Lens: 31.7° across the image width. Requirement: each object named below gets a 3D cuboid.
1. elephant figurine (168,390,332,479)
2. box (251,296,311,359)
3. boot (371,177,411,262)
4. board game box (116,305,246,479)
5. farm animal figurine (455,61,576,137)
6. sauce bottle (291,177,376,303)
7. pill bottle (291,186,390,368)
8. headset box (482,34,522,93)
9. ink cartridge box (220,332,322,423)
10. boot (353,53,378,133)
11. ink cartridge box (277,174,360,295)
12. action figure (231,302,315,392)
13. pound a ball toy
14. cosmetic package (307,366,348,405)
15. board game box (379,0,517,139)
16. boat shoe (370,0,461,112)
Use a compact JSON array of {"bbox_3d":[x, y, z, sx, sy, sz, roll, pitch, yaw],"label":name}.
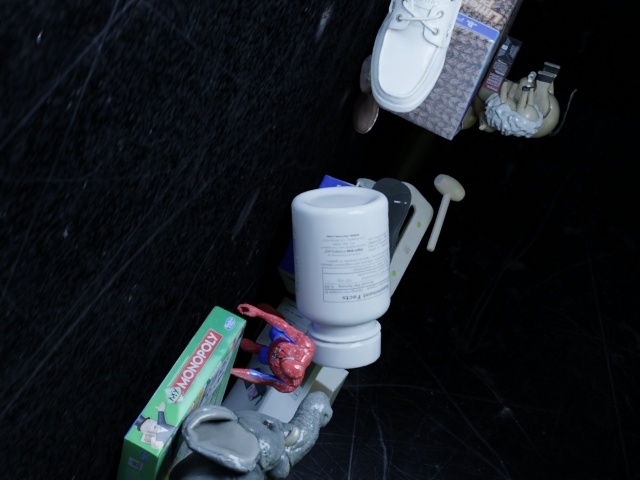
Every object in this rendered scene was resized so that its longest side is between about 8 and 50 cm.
[{"bbox_3d":[-0.098,0.257,1.250,0.169,0.186,0.239,-30,-141,25],"label":"elephant figurine"},{"bbox_3d":[-0.052,0.209,1.943,0.103,0.114,0.203,-56,169,-34],"label":"box"},{"bbox_3d":[0.060,0.036,1.737,0.236,0.085,0.178,-61,176,-30],"label":"boot"},{"bbox_3d":[-0.182,0.251,1.367,0.213,0.046,0.317,-57,171,-42],"label":"board game box"},{"bbox_3d":[0.321,-0.279,2.156,0.330,0.327,0.172,-27,134,-50],"label":"farm animal figurine"},{"bbox_3d":[0.031,0.054,2.021,0.344,0.111,0.111,-65,174,22],"label":"sauce bottle"},{"bbox_3d":[0.030,0.050,1.538,0.131,0.131,0.229,-49,139,-67],"label":"pill bottle"},{"bbox_3d":[0.305,-0.294,1.902,0.062,0.032,0.083,-59,171,-37],"label":"headset box"},{"bbox_3d":[-0.134,0.272,1.650,0.239,0.060,0.275,-22,-154,44],"label":"ink cartridge box"},{"bbox_3d":[0.066,-0.205,1.583,0.114,0.037,0.106,-30,133,-85],"label":"boot"},{"bbox_3d":[0.000,0.000,1.767,0.165,0.065,0.332,-62,175,-9],"label":"ink cartridge box"},{"bbox_3d":[-0.091,0.134,1.527,0.091,0.139,0.280,-66,-164,0],"label":"action figure"},{"bbox_3d":[0.164,-0.024,2.536,0.208,0.136,0.319,-11,-138,50],"label":"pound a ball toy"},{"bbox_3d":[0.000,0.262,1.896,0.060,0.041,0.115,-44,162,-50],"label":"cosmetic package"},{"bbox_3d":[0.235,-0.359,1.872,0.291,0.141,0.232,-59,172,-37],"label":"board game box"},{"bbox_3d":[0.135,-0.307,1.496,0.096,0.098,0.277,89,19,-76],"label":"boat shoe"}]
